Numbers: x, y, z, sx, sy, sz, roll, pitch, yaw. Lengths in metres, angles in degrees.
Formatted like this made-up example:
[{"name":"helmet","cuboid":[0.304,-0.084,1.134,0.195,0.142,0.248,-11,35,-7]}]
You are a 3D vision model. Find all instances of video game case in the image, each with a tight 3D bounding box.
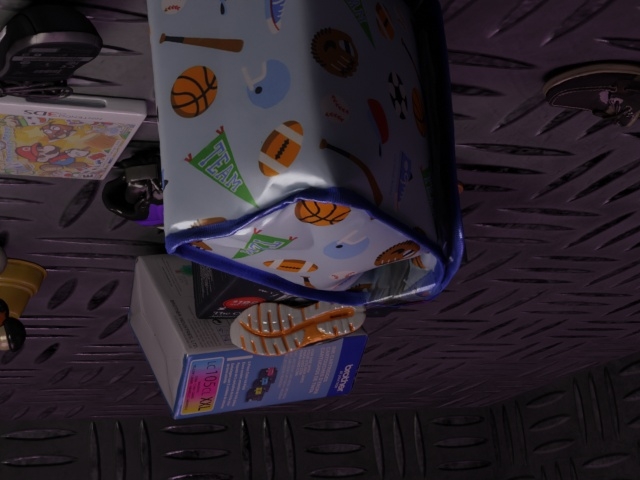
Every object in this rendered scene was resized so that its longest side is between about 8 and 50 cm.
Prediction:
[{"name":"video game case","cuboid":[-0.356,-0.134,1.506,0.206,0.026,0.227,2,161,-25]}]

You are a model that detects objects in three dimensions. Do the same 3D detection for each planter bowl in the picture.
[{"name":"planter bowl","cuboid":[-0.601,0.105,2.068,0.217,0.090,0.217,-5,163,-2]}]

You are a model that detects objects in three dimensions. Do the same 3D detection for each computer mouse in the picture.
[{"name":"computer mouse","cuboid":[-0.343,-0.206,1.240,0.184,0.060,0.262,-4,174,-22]}]

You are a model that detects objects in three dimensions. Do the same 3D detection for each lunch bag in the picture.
[{"name":"lunch bag","cuboid":[0.018,-0.117,1.204,0.239,0.327,0.385,-13,160,24]}]

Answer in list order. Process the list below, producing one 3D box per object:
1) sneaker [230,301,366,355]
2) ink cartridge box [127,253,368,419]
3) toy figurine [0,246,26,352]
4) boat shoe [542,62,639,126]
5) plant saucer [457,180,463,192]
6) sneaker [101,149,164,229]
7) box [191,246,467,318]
[{"name":"sneaker","cuboid":[-0.034,0.137,1.795,0.215,0.084,0.083,-7,168,2]},{"name":"ink cartridge box","cuboid":[-0.101,0.145,1.995,0.396,0.270,0.151,-5,129,-27]},{"name":"toy figurine","cuboid":[-0.558,0.081,1.817,0.148,0.213,0.209,-12,161,-13]},{"name":"boat shoe","cuboid":[0.406,-0.188,1.525,0.224,0.073,0.080,-3,162,-13]},{"name":"plant saucer","cuboid":[0.193,-0.079,1.893,0.084,0.013,0.083,-5,162,-2]},{"name":"sneaker","cuboid":[-0.196,-0.084,1.596,0.146,0.102,0.293,12,155,-43]},{"name":"box","cuboid":[0.000,0.000,1.803,0.343,0.178,0.312,1,160,-21]}]
